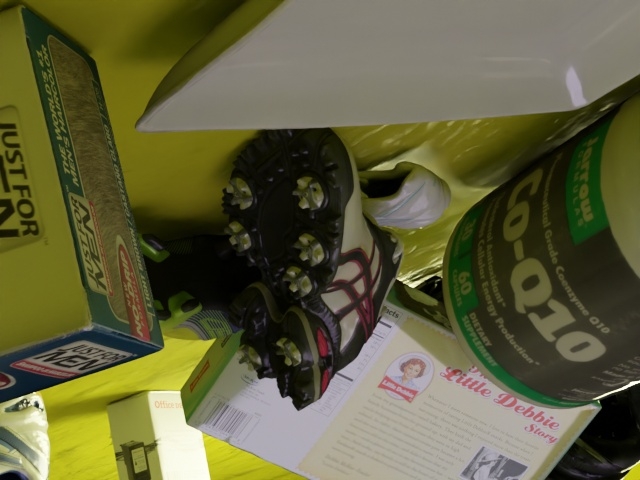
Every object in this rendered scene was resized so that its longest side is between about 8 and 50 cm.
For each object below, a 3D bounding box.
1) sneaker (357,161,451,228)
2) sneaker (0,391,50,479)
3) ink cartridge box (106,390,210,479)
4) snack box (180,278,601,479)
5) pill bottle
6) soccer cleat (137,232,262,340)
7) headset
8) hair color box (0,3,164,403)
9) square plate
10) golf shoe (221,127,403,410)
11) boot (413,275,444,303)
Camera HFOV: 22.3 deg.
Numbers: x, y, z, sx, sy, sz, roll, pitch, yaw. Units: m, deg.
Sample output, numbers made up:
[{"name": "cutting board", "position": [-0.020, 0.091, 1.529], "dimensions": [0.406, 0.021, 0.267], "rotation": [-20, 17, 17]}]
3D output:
[{"name": "sneaker", "position": [0.021, -0.026, 1.256], "dimensions": [0.152, 0.053, 0.061], "rotation": [-22, 149, 18]}, {"name": "sneaker", "position": [-0.389, 0.217, 1.586], "dimensions": [0.296, 0.131, 0.112], "rotation": [-2, 163, -40]}, {"name": "ink cartridge box", "position": [-0.188, 0.258, 1.925], "dimensions": [0.063, 0.150, 0.109], "rotation": [-17, 167, 25]}, {"name": "snack box", "position": [0.064, 0.139, 1.418], "dimensions": [0.322, 0.060, 0.187], "rotation": [27, 111, -22]}, {"name": "pill bottle", "position": [0.264, -0.006, 1.258], "dimensions": [0.204, 0.204, 0.361], "rotation": [-8, 164, -29]}, {"name": "soccer cleat", "position": [-0.144, 0.041, 1.225], "dimensions": [0.121, 0.093, 0.289], "rotation": [-25, 164, 29]}, {"name": "headset", "position": [0.306, 0.179, 1.578], "dimensions": [0.394, 0.185, 0.243], "rotation": [21, 140, -31]}, {"name": "hair color box", "position": [-0.272, 0.024, 0.850], "dimensions": [0.347, 0.173, 0.105], "rotation": [-18, 165, 12]}, {"name": "square plate", "position": [0.118, -0.147, 0.864], "dimensions": [0.344, 0.049, 0.347], "rotation": [-5, 163, -35]}, {"name": "golf shoe", "position": [0.000, 0.000, 1.175], "dimensions": [0.120, 0.105, 0.273], "rotation": [-35, 152, -29]}, {"name": "boot", "position": [0.080, 0.110, 1.655], "dimensions": [0.260, 0.131, 0.348], "rotation": [-18, 178, 38]}]
